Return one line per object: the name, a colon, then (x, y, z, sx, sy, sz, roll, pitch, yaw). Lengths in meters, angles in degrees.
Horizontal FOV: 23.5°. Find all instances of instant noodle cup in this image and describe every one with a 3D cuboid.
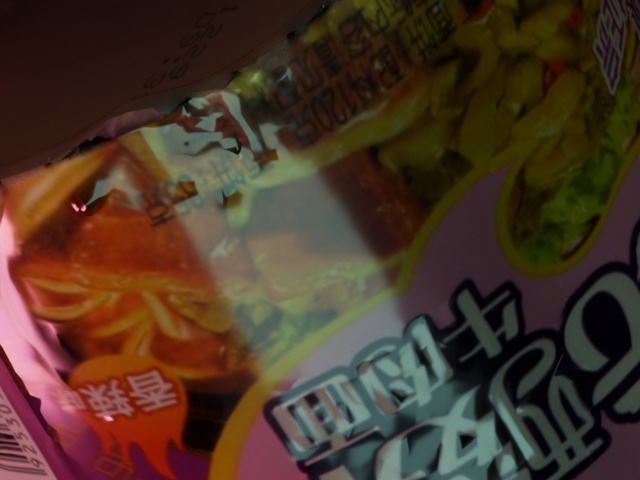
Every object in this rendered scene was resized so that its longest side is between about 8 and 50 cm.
instant noodle cup: (0.000, 0.000, 0.529, 0.340, 0.340, 0.266, -27, 120, 4)
